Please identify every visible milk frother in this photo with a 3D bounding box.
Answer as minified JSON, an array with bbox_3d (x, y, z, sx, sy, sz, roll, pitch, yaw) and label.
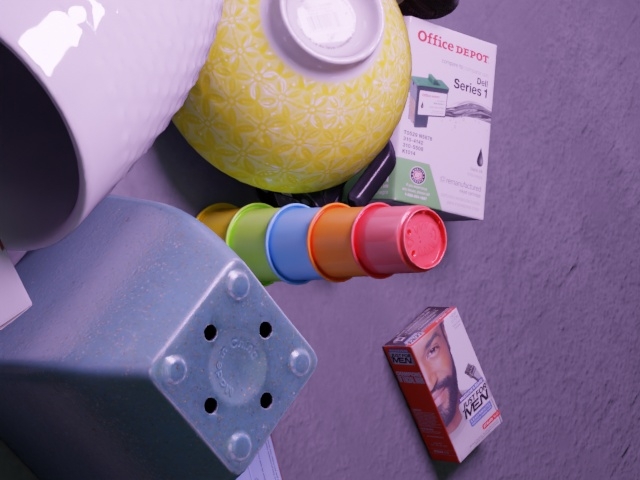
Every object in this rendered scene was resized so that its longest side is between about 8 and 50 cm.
[{"bbox_3d":[0.014,-0.063,1.741,0.135,0.129,0.143,-56,166,-27],"label":"milk frother"}]

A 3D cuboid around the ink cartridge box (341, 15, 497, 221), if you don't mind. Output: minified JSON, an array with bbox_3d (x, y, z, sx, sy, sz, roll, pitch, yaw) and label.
[{"bbox_3d":[0.119,-0.141,1.826,0.160,0.092,0.219,10,82,-42],"label":"ink cartridge box"}]

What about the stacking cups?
[{"bbox_3d":[0.000,0.000,1.565,0.096,0.316,0.096,3,86,-44],"label":"stacking cups"}]

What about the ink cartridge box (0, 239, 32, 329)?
[{"bbox_3d":[-0.350,0.021,1.342,0.072,0.175,0.127,-38,114,-39],"label":"ink cartridge box"}]

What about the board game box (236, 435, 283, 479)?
[{"bbox_3d":[-0.082,0.349,1.611,0.145,0.027,0.281,-6,75,-37],"label":"board game box"}]

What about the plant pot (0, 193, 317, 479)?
[{"bbox_3d":[-0.155,0.115,1.465,0.248,0.252,0.247,53,57,-27],"label":"plant pot"}]

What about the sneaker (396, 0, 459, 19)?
[{"bbox_3d":[0.057,-0.380,1.744,0.281,0.106,0.163,30,62,-21],"label":"sneaker"}]

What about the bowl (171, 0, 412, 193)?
[{"bbox_3d":[-0.017,-0.208,1.597,0.289,0.156,0.289,7,72,-21],"label":"bowl"}]

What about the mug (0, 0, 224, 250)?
[{"bbox_3d":[-0.275,-0.227,1.383,0.374,0.276,0.328,38,50,-2],"label":"mug"}]

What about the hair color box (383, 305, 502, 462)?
[{"bbox_3d":[0.150,0.174,1.873,0.093,0.053,0.167,-38,112,-35],"label":"hair color box"}]
